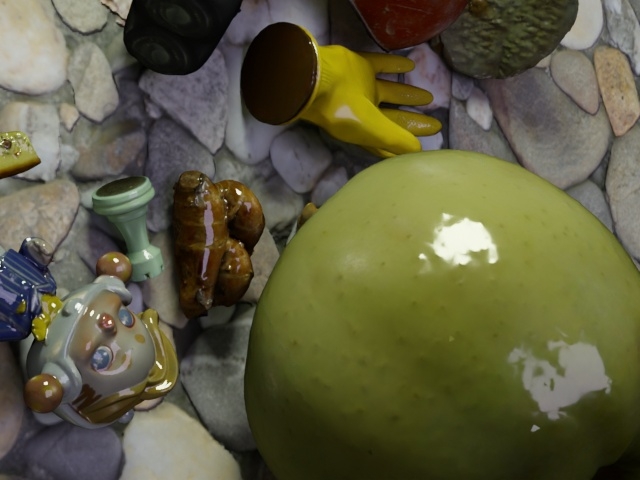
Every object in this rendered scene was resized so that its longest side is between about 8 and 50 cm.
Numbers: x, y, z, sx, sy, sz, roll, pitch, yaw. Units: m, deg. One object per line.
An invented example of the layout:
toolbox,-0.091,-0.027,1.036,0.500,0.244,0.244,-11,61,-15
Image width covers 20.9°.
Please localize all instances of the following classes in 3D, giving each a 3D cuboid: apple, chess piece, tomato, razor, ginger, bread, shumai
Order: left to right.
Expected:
bread,-0.383,-0.060,1.651,0.226,0.088,0.049,-20,97,-42
chess piece,-0.198,-0.011,1.834,0.067,0.067,0.103,-32,116,-39
ginger,-0.114,0.005,1.904,0.103,0.073,0.162,1,91,-29
razor,-0.091,-0.337,1.872,0.113,0.204,0.349,33,59,-2
tomato,0.109,-0.340,2.042,0.214,0.155,0.180,49,37,-46
apple,0.154,0.137,1.863,0.473,0.473,0.473,5,83,-42
shumai,0.223,-0.311,2.216,0.201,0.201,0.120,35,23,-35

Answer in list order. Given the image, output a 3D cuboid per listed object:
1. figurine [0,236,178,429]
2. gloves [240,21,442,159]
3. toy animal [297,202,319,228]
figurine,-0.277,0.088,1.716,0.274,0.133,0.194,20,56,-30
gloves,0.047,-0.172,2.055,0.294,0.116,0.133,11,85,-48
toy animal,0.000,0.000,2.007,0.060,0.081,0.083,7,102,-39
